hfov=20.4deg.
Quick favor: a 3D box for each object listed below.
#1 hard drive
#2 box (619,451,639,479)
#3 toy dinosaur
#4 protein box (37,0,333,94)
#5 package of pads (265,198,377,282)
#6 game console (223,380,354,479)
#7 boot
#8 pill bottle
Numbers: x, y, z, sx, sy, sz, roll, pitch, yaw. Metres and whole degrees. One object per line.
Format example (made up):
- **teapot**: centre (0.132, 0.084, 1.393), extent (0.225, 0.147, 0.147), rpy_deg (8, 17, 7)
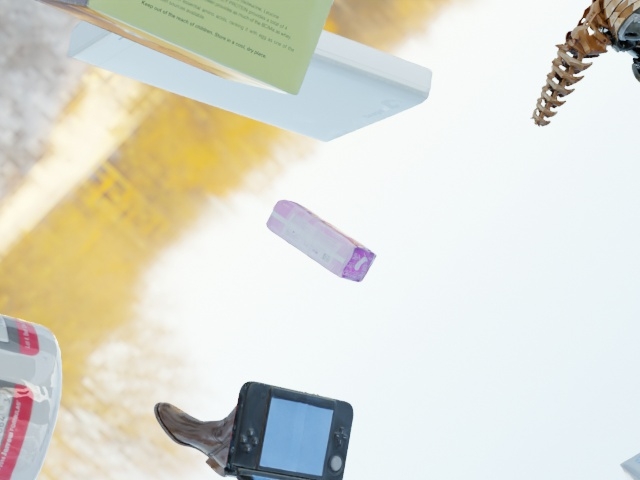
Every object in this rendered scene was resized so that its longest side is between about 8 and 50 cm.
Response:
- **hard drive**: centre (-0.071, -0.178, 1.779), extent (0.203, 0.308, 0.040), rpy_deg (-18, -120, 56)
- **box**: centre (0.312, 0.263, 1.393), extent (0.038, 0.186, 0.145), rpy_deg (-31, -165, -5)
- **toy dinosaur**: centre (0.374, -0.241, 2.010), extent (0.322, 0.218, 0.164), rpy_deg (-40, -178, 17)
- **protein box**: centre (-0.093, -0.249, 1.426), extent (0.136, 0.200, 0.201), rpy_deg (21, -90, 59)
- **package of pads**: centre (0.000, 0.000, 1.433), extent (0.032, 0.083, 0.050), rpy_deg (-60, 154, 7)
- **game console**: centre (-0.004, 0.195, 1.551), extent (0.085, 0.144, 0.124), rpy_deg (3, -100, 44)
- **boot**: centre (-0.090, 0.164, 1.702), extent (0.114, 0.106, 0.037), rpy_deg (-43, -167, 33)
- **pill bottle**: centre (-0.400, 0.123, 1.530), extent (0.176, 0.319, 0.176), rpy_deg (-44, -143, 48)
